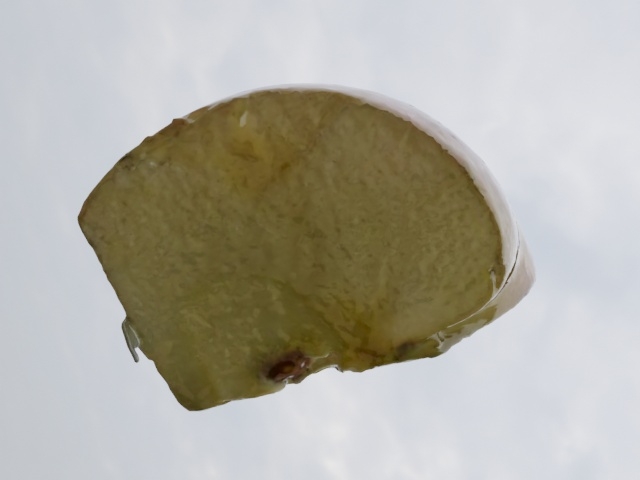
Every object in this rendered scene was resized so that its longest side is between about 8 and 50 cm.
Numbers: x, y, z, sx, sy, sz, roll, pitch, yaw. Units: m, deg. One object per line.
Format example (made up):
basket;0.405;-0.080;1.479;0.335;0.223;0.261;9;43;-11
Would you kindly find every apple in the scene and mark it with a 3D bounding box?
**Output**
apple;0.000;0.000;0.736;0.314;0.309;0.252;44;27;-60
